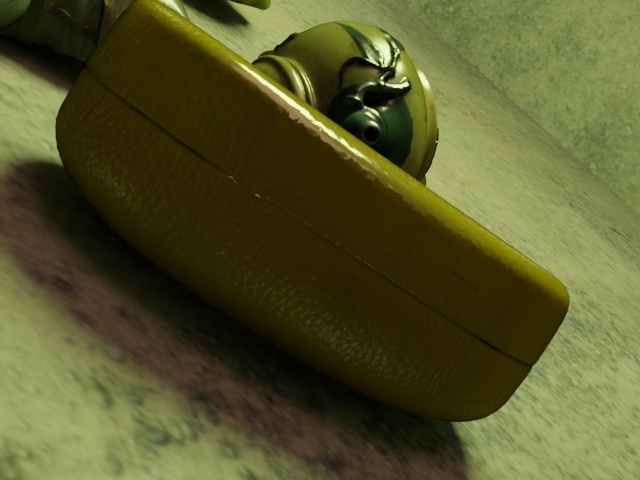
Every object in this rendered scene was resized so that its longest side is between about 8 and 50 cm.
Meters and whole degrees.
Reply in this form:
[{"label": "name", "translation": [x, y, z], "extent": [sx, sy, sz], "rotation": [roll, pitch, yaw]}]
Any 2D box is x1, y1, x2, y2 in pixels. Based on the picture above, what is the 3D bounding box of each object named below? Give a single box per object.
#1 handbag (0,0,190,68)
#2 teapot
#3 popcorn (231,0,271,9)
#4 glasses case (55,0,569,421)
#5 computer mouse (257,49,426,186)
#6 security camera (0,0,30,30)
[{"label": "handbag", "translation": [-0.205, -0.204, 0.875], "extent": [0.270, 0.117, 0.182], "rotation": [19, 35, -41]}, {"label": "teapot", "translation": [-0.017, -0.097, 0.931], "extent": [0.183, 0.173, 0.269], "rotation": [-4, 12, -33]}, {"label": "popcorn", "translation": [-0.125, -0.414, 1.355], "extent": [0.276, 0.225, 0.276], "rotation": [12, 0, 0]}, {"label": "glasses case", "translation": [0.000, 0.000, 0.738], "extent": [0.371, 0.141, 0.173], "rotation": [33, 5, -21]}, {"label": "computer mouse", "translation": [0.033, -0.144, 1.290], "extent": [0.245, 0.056, 0.126], "rotation": [40, 18, -1]}, {"label": "security camera", "translation": [-0.311, -0.237, 0.715], "extent": [0.157, 0.080, 0.301], "rotation": [-30, 68, -37]}]
